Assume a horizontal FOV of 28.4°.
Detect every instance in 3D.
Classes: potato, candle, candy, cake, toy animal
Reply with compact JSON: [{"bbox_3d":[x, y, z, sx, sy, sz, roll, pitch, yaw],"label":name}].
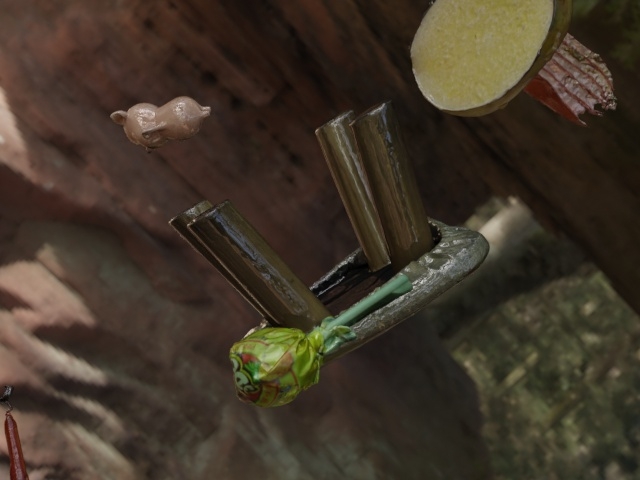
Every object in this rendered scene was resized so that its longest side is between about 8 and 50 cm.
[{"bbox_3d":[0.195,-0.223,1.396,0.081,0.200,0.164,8,49,-50],"label":"potato"},{"bbox_3d":[-0.395,0.269,1.632,0.021,0.026,0.167,130,-52,-74],"label":"candle"},{"bbox_3d":[0.014,0.087,1.218,0.262,0.077,0.073,-28,103,-47],"label":"candy"},{"bbox_3d":[0.357,-0.288,2.038,0.287,0.098,0.135,37,-19,-15],"label":"cake"},{"bbox_3d":[-0.241,-0.185,1.956,0.083,0.150,0.089,65,22,-65],"label":"toy animal"}]

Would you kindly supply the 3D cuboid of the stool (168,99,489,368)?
[{"bbox_3d":[0.000,0.000,1.497,0.226,0.310,0.310,60,-8,-7],"label":"stool"}]
